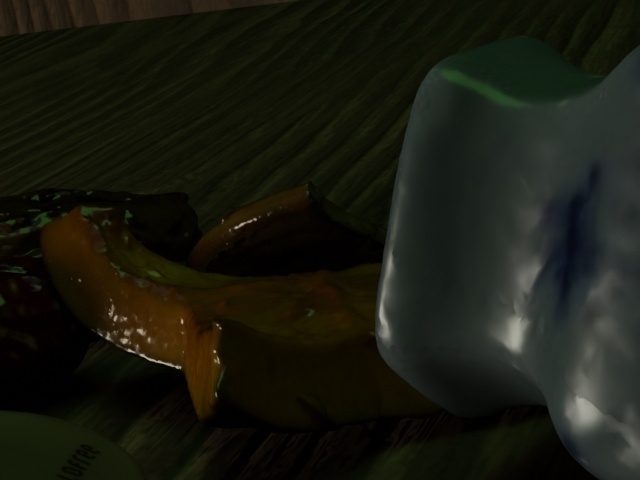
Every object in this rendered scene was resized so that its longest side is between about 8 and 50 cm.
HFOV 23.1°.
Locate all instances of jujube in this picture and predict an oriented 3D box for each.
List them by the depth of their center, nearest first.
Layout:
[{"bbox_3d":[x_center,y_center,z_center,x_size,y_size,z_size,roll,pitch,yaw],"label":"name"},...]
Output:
[{"bbox_3d":[-0.234,0.063,1.001,0.176,0.109,0.112,-7,36,-30],"label":"jujube"}]

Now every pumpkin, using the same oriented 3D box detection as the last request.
[{"bbox_3d":[-0.005,0.043,0.935,0.258,0.095,0.290,-3,13,-25],"label":"pumpkin"}]

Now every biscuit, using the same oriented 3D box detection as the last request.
[{"bbox_3d":[-0.233,0.000,1.197,0.296,0.075,0.296,-7,4,1],"label":"biscuit"}]

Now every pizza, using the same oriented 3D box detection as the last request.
[{"bbox_3d":[0.000,0.000,1.092,0.176,0.036,0.184,-2,-19,-19],"label":"pizza"}]

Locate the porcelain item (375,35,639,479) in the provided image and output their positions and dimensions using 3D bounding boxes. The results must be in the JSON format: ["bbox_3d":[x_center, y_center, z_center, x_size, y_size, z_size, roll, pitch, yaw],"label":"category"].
[{"bbox_3d":[0.225,0.021,0.642,0.405,0.242,0.178,12,3,41],"label":"porcelain item"}]

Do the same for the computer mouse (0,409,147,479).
[{"bbox_3d":[-0.202,0.136,0.766,0.236,0.082,0.145,-4,17,14],"label":"computer mouse"}]
